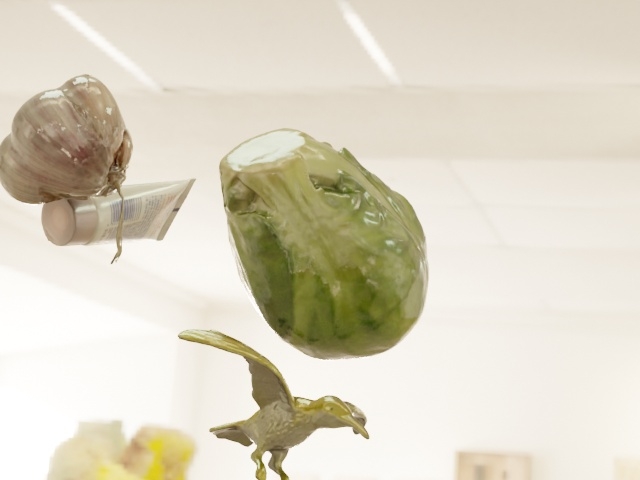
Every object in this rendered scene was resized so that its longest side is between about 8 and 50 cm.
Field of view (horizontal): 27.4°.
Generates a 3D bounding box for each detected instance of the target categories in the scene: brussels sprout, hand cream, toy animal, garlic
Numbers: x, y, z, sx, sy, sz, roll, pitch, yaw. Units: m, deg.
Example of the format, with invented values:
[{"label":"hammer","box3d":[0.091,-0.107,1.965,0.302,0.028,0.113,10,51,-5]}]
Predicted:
[{"label":"brussels sprout","box3d":[0.000,0.000,1.465,0.210,0.271,0.219,-26,19,15]},{"label":"hand cream","box3d":[-0.303,-0.043,2.008,0.248,0.083,0.133,-5,-42,-51]},{"label":"toy animal","box3d":[-0.019,0.166,1.124,0.219,0.095,0.155,32,-1,-41]},{"label":"garlic","box3d":[-0.339,-0.106,1.886,0.207,0.256,0.207,-24,21,10]}]
